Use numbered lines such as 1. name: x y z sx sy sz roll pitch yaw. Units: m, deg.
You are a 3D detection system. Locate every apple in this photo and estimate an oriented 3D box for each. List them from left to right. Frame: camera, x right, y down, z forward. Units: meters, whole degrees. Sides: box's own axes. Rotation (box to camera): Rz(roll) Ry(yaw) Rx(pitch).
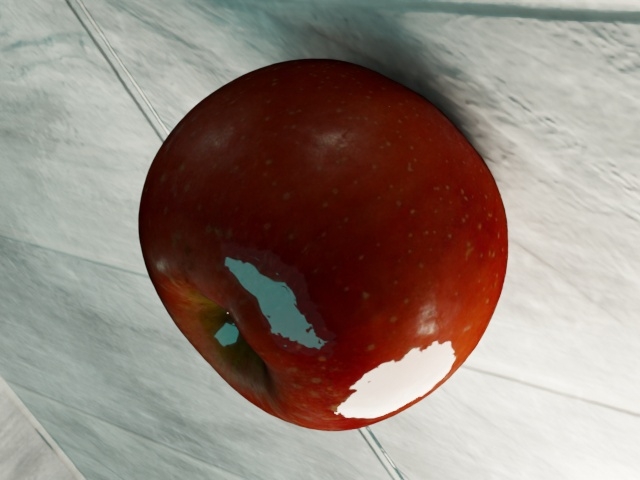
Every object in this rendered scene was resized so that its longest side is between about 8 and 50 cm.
1. apple: 0.000 0.000 1.212 0.260 0.216 0.260 36 157 18
